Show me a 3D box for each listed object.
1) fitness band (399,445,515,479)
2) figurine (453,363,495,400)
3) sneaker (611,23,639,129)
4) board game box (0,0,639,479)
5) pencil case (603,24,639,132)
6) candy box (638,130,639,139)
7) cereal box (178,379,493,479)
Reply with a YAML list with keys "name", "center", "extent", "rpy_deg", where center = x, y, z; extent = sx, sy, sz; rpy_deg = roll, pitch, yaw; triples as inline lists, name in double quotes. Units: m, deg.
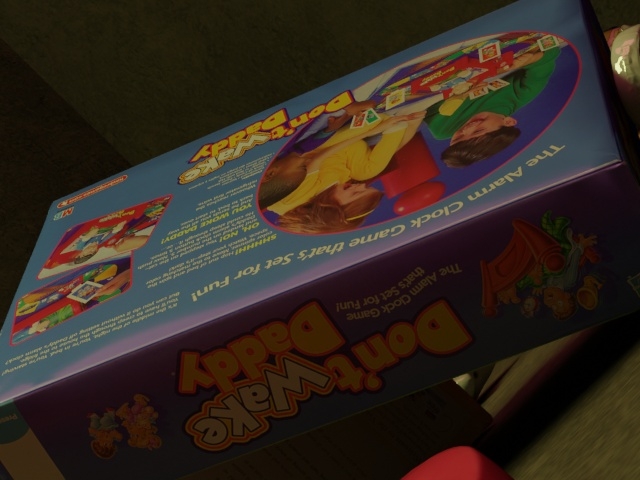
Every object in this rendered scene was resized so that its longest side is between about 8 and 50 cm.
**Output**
- name: "fitness band"
  center: [-0.037, 0.184, 0.556]
  extent: [0.291, 0.054, 0.209]
  rpy_deg: [-45, -6, 0]
- name: "figurine"
  center: [0.025, 0.162, 1.187]
  extent: [0.209, 0.092, 0.215]
  rpy_deg: [-39, 0, 34]
- name: "sneaker"
  center: [0.252, -0.096, 0.853]
  extent: [0.121, 0.079, 0.217]
  rpy_deg: [-17, -3, 36]
- name: "board game box"
  center: [0.000, 0.000, 0.870]
  extent: [0.347, 0.078, 0.233]
  rpy_deg: [-22, 26, 15]
- name: "pencil case"
  center: [0.325, -0.134, 1.958]
  extent: [0.160, 0.167, 0.386]
  rpy_deg: [-5, 22, 34]
- name: "candy box"
  center: [0.226, -0.025, 1.266]
  extent: [0.186, 0.053, 0.109]
  rpy_deg: [-41, -7, -38]
- name: "cereal box"
  center: [-0.036, 0.130, 0.950]
  extent: [0.240, 0.173, 0.047]
  rpy_deg: [-43, -6, -28]
